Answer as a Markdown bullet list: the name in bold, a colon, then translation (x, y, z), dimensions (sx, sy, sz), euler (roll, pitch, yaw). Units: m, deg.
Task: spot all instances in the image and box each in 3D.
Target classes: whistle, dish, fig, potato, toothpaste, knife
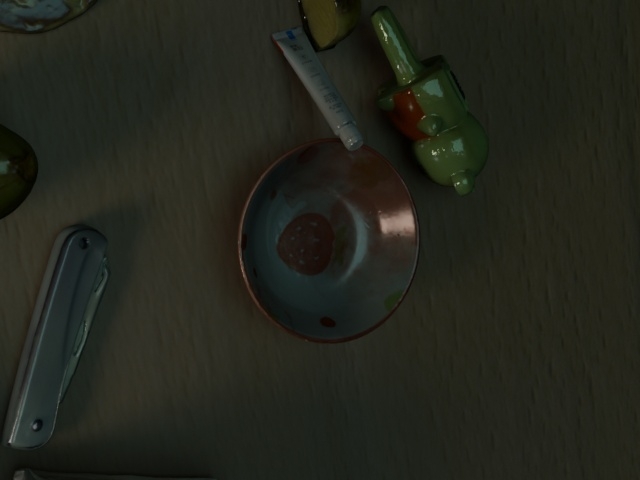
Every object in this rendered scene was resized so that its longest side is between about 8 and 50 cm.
- **whistle**: translation (0.142, -0.181, 1.178), dimensions (0.106, 0.131, 0.288), euler (-26, 111, 20)
- **dish**: translation (0.000, 0.000, 1.135), dimensions (0.260, 0.085, 0.260), euler (-1, 92, -28)
- **fig**: translation (-0.373, -0.076, 0.906), dimensions (0.166, 0.154, 0.144), euler (-4, 141, 6)
- **potato**: translation (0.023, -0.297, 1.116), dimensions (0.066, 0.103, 0.096), euler (-23, 105, -21)
- **toothpaste**: translation (0.000, -0.195, 1.109), dimensions (0.048, 0.031, 0.190), euler (-21, 69, -23)
- **knife**: translation (-0.303, 0.112, 1.012), dimensions (0.073, 0.040, 0.265), euler (20, 84, -38)

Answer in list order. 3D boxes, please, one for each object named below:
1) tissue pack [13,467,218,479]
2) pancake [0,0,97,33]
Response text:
- **tissue pack**: translation (-0.234, 0.449, 0.984), dimensions (0.266, 0.194, 0.356), euler (11, 87, -27)
- **pancake**: translation (-0.331, -0.358, 0.970), dimensions (0.250, 0.031, 0.250), euler (-2, 94, -26)
